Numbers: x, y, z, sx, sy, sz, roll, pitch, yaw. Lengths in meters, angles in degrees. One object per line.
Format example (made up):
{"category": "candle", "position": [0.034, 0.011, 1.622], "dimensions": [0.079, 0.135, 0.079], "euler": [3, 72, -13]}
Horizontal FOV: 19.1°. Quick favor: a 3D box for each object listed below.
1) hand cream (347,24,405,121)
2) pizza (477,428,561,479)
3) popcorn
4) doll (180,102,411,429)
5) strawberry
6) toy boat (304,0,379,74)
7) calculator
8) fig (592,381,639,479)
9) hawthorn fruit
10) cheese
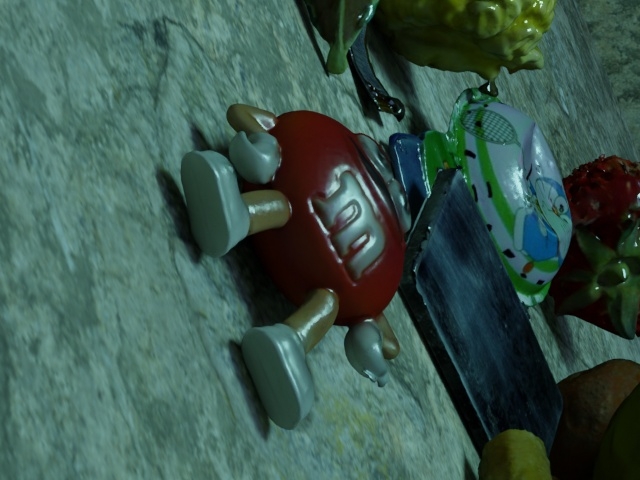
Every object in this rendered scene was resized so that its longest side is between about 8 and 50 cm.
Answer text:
{"category": "hand cream", "position": [0.035, -0.176, 1.549], "dimensions": [0.062, 0.039, 0.163], "euler": [26, 52, -72]}
{"category": "pizza", "position": [0.194, 0.303, 1.403], "dimensions": [0.226, 0.086, 0.335], "euler": [39, 32, -61]}
{"category": "popcorn", "position": [0.125, -0.214, 1.665], "dimensions": [0.180, 0.180, 0.170], "euler": [-35, 132, -75]}
{"category": "doll", "position": [0.000, 0.000, 1.096], "dimensions": [0.183, 0.085, 0.217], "euler": [67, 24, -6]}
{"category": "strawberry", "position": [0.303, -0.004, 2.033], "dimensions": [0.187, 0.184, 0.201], "euler": [24, 11, -23]}
{"category": "toy boat", "position": [0.012, -0.274, 1.471], "dimensions": [0.099, 0.108, 0.293], "euler": [107, -18, -57]}
{"category": "calculator", "position": [0.134, 0.084, 1.522], "dimensions": [0.261, 0.021, 0.161], "euler": [64, 30, -25]}
{"category": "fig", "position": [0.390, 0.196, 1.450], "dimensions": [0.343, 0.343, 0.343], "euler": [-20, 90, -75]}
{"category": "hawthorn fruit", "position": [0.243, 0.179, 1.647], "dimensions": [0.189, 0.149, 0.149], "euler": [-9, 79, -57]}
{"category": "cheese", "position": [0.143, -0.038, 1.651], "dimensions": [0.320, 0.083, 0.204], "euler": [2, 73, -62]}
